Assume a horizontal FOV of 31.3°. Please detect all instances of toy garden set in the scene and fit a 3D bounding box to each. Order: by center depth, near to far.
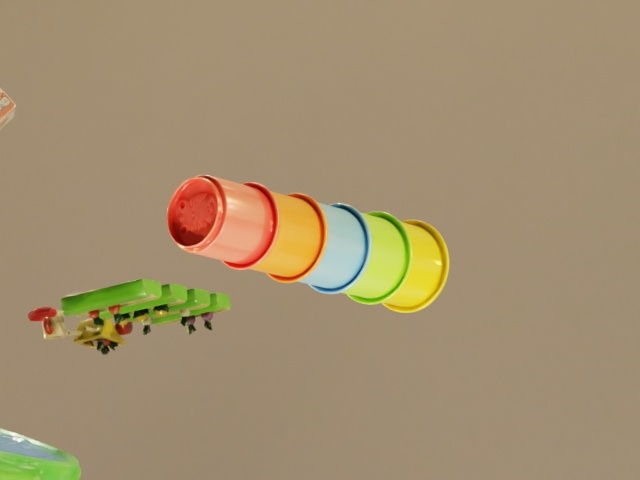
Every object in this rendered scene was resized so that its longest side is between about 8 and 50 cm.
[{"bbox_3d":[-0.247,0.102,1.407,0.203,0.244,0.049,-13,-101,17],"label":"toy garden set"}]

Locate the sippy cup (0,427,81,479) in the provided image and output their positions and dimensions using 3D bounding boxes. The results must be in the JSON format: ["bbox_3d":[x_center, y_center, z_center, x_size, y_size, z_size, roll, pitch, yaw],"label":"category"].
[{"bbox_3d":[-0.371,0.282,1.069,0.240,0.305,0.224,18,-98,-2],"label":"sippy cup"}]

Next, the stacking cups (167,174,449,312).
[{"bbox_3d":[0.000,0.000,1.021,0.096,0.316,0.096,-8,-104,34],"label":"stacking cups"}]

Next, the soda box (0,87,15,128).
[{"bbox_3d":[-0.322,-0.061,0.879,0.183,0.063,0.058,-45,-171,-15],"label":"soda box"}]
